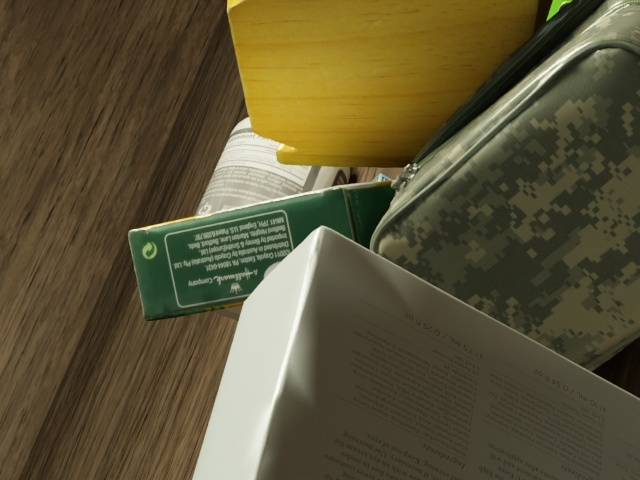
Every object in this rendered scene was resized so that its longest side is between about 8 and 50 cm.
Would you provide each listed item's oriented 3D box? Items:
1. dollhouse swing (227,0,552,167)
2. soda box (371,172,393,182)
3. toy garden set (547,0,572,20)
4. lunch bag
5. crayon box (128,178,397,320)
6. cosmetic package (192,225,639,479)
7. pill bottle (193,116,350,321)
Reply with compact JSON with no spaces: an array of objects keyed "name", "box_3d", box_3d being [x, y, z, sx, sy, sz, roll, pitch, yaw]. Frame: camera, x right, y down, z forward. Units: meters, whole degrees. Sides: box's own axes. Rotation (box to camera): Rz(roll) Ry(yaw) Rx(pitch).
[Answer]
[{"name":"dollhouse swing","box_3d":[0.096,-0.273,1.318,0.347,0.315,0.305,82,-169,-67]},{"name":"soda box","box_3d":[0.043,-0.002,1.827,0.183,0.058,0.063,-42,25,45]},{"name":"toy garden set","box_3d":[0.208,-0.137,1.496,0.204,0.049,0.244,-3,54,48]},{"name":"lunch bag","box_3d":[0.209,-0.057,1.181,0.305,0.212,0.256,-43,6,32]},{"name":"crayon box","box_3d":[0.000,0.000,1.342,0.203,0.083,0.323,-11,1,24]},{"name":"cosmetic package","box_3d":[0.109,0.201,0.749,0.097,0.377,0.284,-46,22,43]},{"name":"pill bottle","box_3d":[-0.064,-0.059,2.023,0.176,0.176,0.318,-28,36,61]}]
